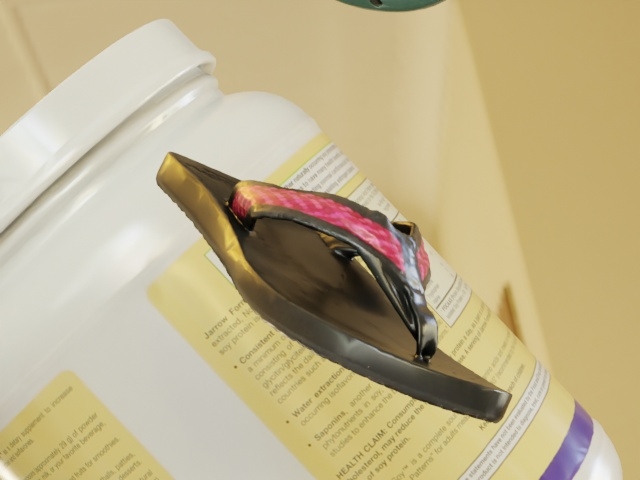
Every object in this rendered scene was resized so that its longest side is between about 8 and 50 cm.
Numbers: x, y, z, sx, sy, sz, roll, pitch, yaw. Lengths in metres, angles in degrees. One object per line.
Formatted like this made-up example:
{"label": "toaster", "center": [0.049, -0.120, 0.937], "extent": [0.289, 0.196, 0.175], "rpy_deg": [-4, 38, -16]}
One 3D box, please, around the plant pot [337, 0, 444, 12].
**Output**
{"label": "plant pot", "center": [0.064, -0.325, 1.203], "extent": [0.272, 0.255, 0.271], "rpy_deg": [17, -30, 10]}

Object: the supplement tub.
{"label": "supplement tub", "center": [-0.037, 0.077, 0.805], "extent": [0.241, 0.331, 0.241], "rpy_deg": [-43, 1, 1]}

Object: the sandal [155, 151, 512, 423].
{"label": "sandal", "center": [0.000, 0.000, 0.476], "extent": [0.067, 0.179, 0.040], "rpy_deg": [24, -80, -35]}
